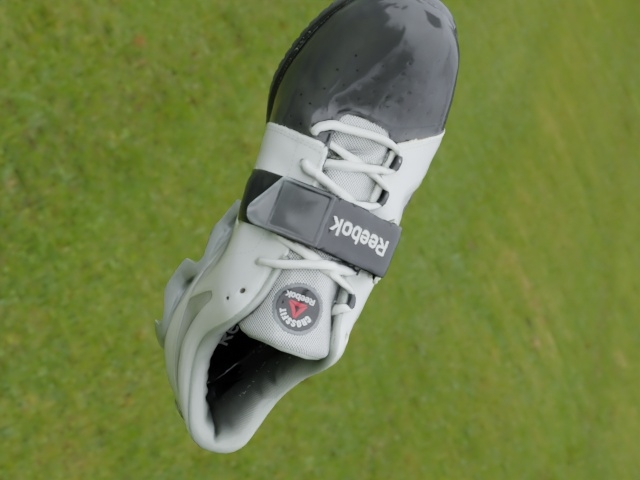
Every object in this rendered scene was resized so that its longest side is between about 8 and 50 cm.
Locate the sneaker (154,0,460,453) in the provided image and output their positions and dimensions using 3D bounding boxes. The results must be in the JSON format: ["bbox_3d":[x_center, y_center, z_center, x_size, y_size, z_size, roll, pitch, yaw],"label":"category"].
[{"bbox_3d":[0.000,0.000,0.891,0.122,0.330,0.146,18,28,-19],"label":"sneaker"}]
